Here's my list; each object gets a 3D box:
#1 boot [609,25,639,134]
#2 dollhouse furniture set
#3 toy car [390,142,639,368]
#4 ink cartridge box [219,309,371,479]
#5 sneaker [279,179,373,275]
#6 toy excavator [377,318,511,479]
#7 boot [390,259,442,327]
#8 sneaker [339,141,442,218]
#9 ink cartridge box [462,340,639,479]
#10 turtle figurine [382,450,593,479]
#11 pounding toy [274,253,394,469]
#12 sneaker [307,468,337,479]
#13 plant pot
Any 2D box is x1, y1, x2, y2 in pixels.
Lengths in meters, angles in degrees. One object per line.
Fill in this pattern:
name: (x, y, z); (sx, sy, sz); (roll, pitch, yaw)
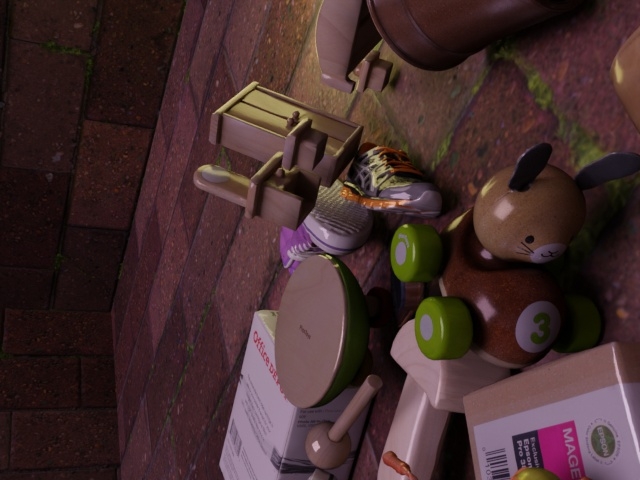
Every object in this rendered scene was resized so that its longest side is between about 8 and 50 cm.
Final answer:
boot: (0.292, -0.064, 0.407); (0.236, 0.089, 0.269); (131, 138, -52)
dollhouse furniture set: (-0.021, -0.247, 0.817); (0.303, 0.174, 0.355); (-55, -16, -49)
toy car: (0.168, -0.002, 0.562); (0.188, 0.155, 0.148); (114, 150, -47)
ink cartridge box: (-0.044, 0.276, 1.034); (0.211, 0.122, 0.289); (-131, 51, -58)
sneaker: (0.001, 0.000, 1.034); (0.282, 0.102, 0.161); (-118, 36, -67)
toy excavator: (0.083, 0.357, 0.673); (0.445, 0.223, 0.432); (-103, 30, -52)
boot: (0.132, 0.050, 0.770); (0.219, 0.106, 0.082); (69, -164, -81)
sneaker: (0.084, -0.077, 0.874); (0.215, 0.084, 0.083); (27, 105, 65)
ink cartridge box: (0.211, 0.211, 0.531); (0.193, 0.088, 0.234); (134, 136, -56)
turtle figurine: (0.142, 0.240, 0.466); (0.270, 0.087, 0.217); (-7, 87, 56)
pounding toy: (0.036, 0.131, 0.837); (0.183, 0.110, 0.236); (-60, 33, 35)
sneaker: (0.012, 0.386, 0.848); (0.126, 0.128, 0.321); (-54, -18, -37)
plant pot: (0.157, -0.259, 0.671); (0.165, 0.167, 0.166); (2, 87, 57)
